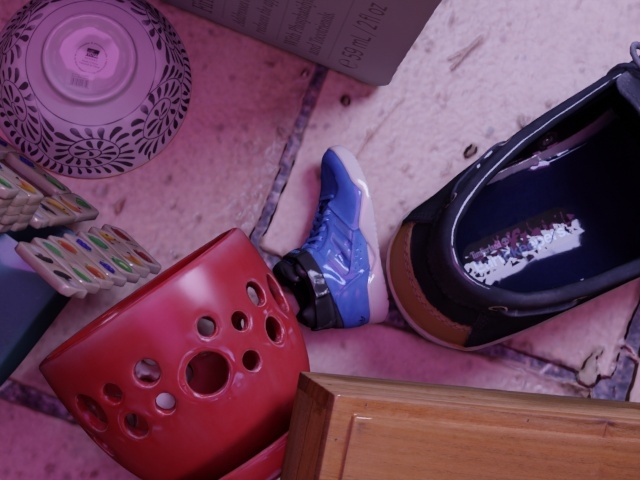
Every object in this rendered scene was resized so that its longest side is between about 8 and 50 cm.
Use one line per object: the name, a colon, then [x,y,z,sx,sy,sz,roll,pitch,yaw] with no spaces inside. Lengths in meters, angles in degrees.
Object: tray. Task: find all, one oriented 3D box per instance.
tray: [0.166,0.223,1.325,0.411,0.076,0.203,7,98,-25]

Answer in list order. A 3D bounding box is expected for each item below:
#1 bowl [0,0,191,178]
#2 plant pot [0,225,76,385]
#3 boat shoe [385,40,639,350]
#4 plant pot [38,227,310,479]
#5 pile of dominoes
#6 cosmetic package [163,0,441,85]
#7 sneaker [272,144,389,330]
bowl: [-0.189,-0.141,1.423,0.170,0.080,0.170,1,81,-6]
plant pot: [-0.311,0.066,1.331,0.166,0.165,0.234,35,95,-1]
boat shoe: [0.286,-0.068,1.433,0.500,0.156,0.187,-28,84,-11]
plant pot: [-0.095,0.110,1.346,0.191,0.191,0.174,-35,96,-11]
pile of dominoes: [-0.213,-0.037,1.307,0.196,0.251,0.040,36,100,7]
cosmetic package: [-0.051,-0.366,1.348,0.394,0.329,0.327,21,80,-3]
sneaker: [0.000,0.000,1.435,0.084,0.058,0.152,-10,89,-17]
